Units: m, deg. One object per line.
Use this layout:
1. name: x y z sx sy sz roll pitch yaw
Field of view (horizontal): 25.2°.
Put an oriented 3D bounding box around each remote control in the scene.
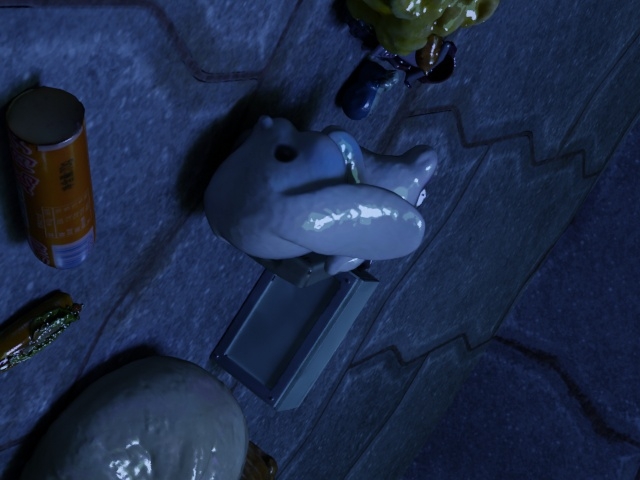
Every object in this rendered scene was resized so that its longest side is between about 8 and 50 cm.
1. remote control: 0.000 0.000 1.944 0.285 0.123 0.038 -20 140 -62

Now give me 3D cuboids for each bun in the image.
1. bun: -0.231 0.328 1.811 0.361 0.213 0.361 -44 157 -25

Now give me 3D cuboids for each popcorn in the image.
1. popcorn: 0.106 -0.310 1.537 0.200 0.203 0.226 -48 171 1

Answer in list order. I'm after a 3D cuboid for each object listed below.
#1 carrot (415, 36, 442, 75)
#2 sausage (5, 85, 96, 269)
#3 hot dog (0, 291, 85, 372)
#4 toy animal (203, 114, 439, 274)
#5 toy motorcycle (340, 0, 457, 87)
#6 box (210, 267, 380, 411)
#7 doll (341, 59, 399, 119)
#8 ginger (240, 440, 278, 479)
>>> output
1. carrot: 0.132 -0.318 1.676 0.059 0.059 0.248 -2 99 -67
2. sausage: -0.249 -0.043 1.343 0.071 0.071 0.234 -44 158 -29
3. hot dog: -0.300 0.098 1.508 0.133 0.041 0.056 -40 157 -37
4. toy animal: -0.016 -0.048 1.710 0.289 0.249 0.174 5 87 -28
5. toy motorcycle: 0.098 -0.244 1.757 0.082 0.122 0.213 -47 164 23
6. box: -0.037 0.113 2.033 0.225 0.129 0.086 -58 161 9
7. doll: 0.062 -0.193 1.866 0.083 0.050 0.076 -55 179 -1
8. ginger: -0.179 0.416 2.130 0.274 0.152 0.357 -54 178 9
